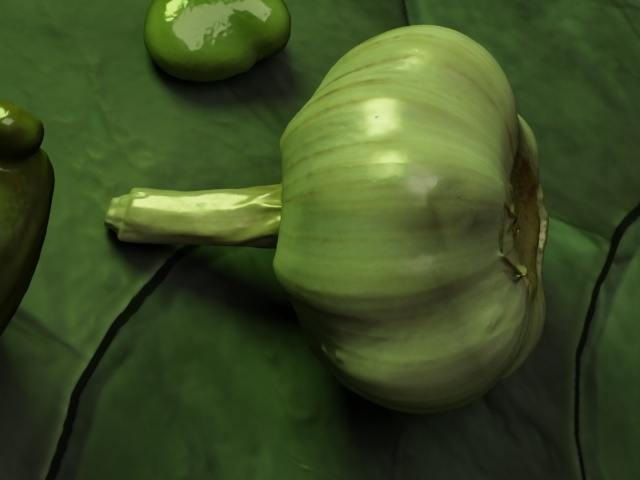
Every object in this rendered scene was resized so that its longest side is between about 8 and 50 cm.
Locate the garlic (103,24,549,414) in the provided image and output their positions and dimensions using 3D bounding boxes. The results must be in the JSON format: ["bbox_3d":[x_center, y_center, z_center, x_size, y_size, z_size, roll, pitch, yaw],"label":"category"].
[{"bbox_3d":[0.000,0.000,0.928,0.226,0.199,0.199,-3,63,12],"label":"garlic"}]

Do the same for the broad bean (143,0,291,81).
[{"bbox_3d":[-0.057,-0.119,1.002,0.083,0.045,0.063,-11,83,-18],"label":"broad bean"}]

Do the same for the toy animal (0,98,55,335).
[{"bbox_3d":[-0.241,0.076,0.748,0.181,0.180,0.363,20,56,5],"label":"toy animal"}]
